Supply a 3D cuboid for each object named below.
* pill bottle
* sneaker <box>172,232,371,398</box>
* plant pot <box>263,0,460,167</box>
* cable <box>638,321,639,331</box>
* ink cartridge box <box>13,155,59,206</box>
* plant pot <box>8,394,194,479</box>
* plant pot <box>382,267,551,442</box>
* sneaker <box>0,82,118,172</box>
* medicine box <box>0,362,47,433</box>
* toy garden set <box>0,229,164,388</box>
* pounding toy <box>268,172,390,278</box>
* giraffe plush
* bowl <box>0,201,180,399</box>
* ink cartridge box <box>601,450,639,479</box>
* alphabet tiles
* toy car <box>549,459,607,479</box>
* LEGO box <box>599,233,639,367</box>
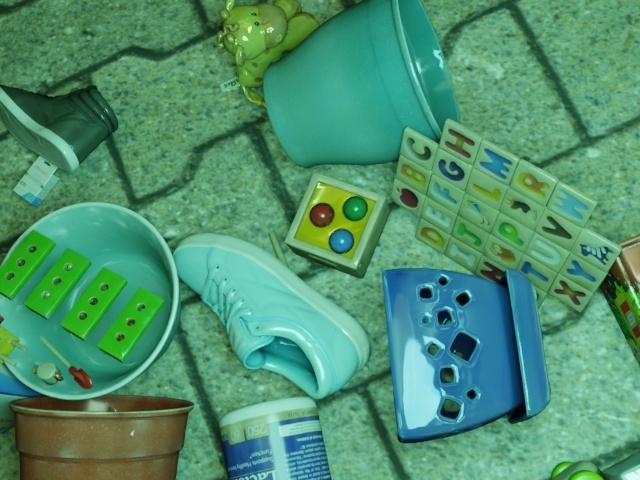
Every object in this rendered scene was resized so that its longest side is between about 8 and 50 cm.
[{"bbox_3d":[-0.055,0.377,1.212,0.153,0.153,0.265,-15,73,7],"label":"pill bottle"},{"bbox_3d":[-0.103,0.114,1.271,0.365,0.135,0.150,28,38,17],"label":"sneaker"},{"bbox_3d":[0.057,-0.238,1.303,0.255,0.271,0.272,-16,73,21],"label":"plant pot"},{"bbox_3d":[0.496,0.120,1.025,0.184,0.047,0.151,14,79,15],"label":"cable"},{"bbox_3d":[-0.512,-0.109,1.490,0.048,0.028,0.083,34,85,17],"label":"ink cartridge box"},{"bbox_3d":[-0.332,0.375,1.223,0.272,0.272,0.265,1,84,11],"label":"plant pot"},{"bbox_3d":[0.204,0.166,1.181,0.212,0.236,0.236,-5,74,3],"label":"plant pot"},{"bbox_3d":[-0.481,-0.235,1.490,0.295,0.105,0.147,32,60,32],"label":"sneaker"},{"bbox_3d":[-0.602,0.161,1.315,0.149,0.263,0.289,-33,72,2],"label":"medicine box"},{"bbox_3d":[-0.386,0.123,1.213,0.244,0.049,0.204,26,66,14],"label":"toy garden set"},{"bbox_3d":[-0.011,0.002,1.331,0.181,0.094,0.206,20,80,15],"label":"pounding toy"},{"bbox_3d":[-0.107,-0.349,1.399,0.210,0.170,0.181,-39,72,-1],"label":"giraffe plush"},{"bbox_3d":[-0.354,0.107,1.334,0.311,0.163,0.312,-2,76,10],"label":"bowl"},{"bbox_3d":[0.496,0.406,1.075,0.114,0.197,0.273,-26,72,4],"label":"ink cartridge box"},{"bbox_3d":[0.256,-0.028,1.197,0.342,0.285,0.011,32,61,17],"label":"alphabet tiles"},{"bbox_3d":[0.371,0.415,1.124,0.149,0.155,0.188,-39,78,-1],"label":"toy car"},{"bbox_3d":[0.698,0.098,1.117,0.499,0.193,0.373,-22,72,5],"label":"LEGO box"}]
